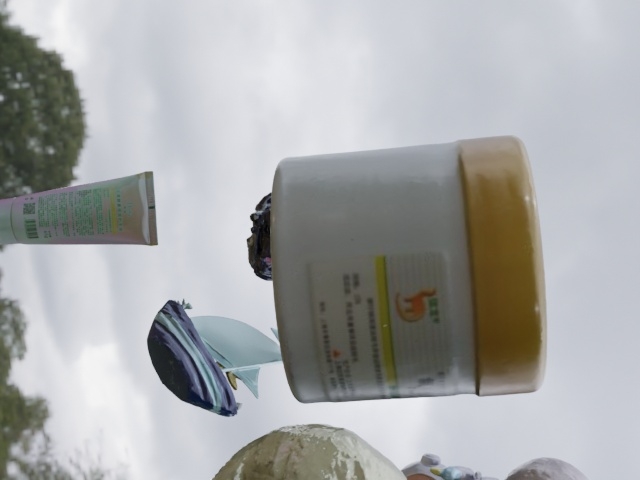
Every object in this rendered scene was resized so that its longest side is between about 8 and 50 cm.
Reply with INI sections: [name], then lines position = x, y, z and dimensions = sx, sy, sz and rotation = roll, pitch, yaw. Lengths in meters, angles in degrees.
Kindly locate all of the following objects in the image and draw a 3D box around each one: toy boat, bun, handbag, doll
[toy boat]
position = -0.131, 0.171, 1.688
dimensions = 0.220, 0.291, 0.067
rotation = 53, -54, 25
[bun]
position = -0.009, 0.425, 1.407
dimensions = 0.359, 0.211, 0.360
rotation = 16, -58, 27
[handbag]
position = 0.000, 0.000, 1.875
dimensions = 0.113, 0.260, 0.162
rotation = -97, -164, -57
[doll]
position = 0.231, 0.366, 1.499
dimensions = 0.151, 0.287, 0.151
rotation = 3, 90, -75

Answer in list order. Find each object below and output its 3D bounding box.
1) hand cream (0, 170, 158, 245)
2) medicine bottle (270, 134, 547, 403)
[hand cream]
position = -0.251, -0.024, 1.091
dimensions = 0.047, 0.174, 0.076
rotation = 26, 58, -81
[medicine bottle]
position = 0.082, 0.030, 1.001
dimensions = 0.238, 0.231, 0.238
rotation = -5, 90, -84
